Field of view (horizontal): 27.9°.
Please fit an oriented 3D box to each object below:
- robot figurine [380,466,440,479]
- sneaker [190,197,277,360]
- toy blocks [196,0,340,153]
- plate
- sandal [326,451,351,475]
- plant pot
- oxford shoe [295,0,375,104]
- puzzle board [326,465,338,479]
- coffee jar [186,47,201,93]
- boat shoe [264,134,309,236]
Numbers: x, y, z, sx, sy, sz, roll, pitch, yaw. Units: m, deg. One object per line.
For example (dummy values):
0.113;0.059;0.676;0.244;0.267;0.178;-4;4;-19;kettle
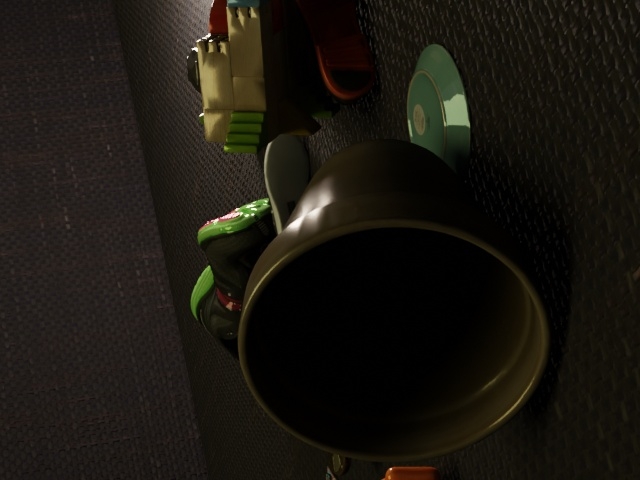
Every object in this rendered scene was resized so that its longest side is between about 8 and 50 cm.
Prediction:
0.117;0.401;1.720;0.158;0.128;0.219;35;136;37;robot figurine
-0.128;0.078;2.458;0.202;0.185;0.482;56;159;20;sneaker
-0.081;-0.305;1.876;0.381;0.191;0.260;-50;-40;-64;toy blocks
0.137;-0.144;1.566;0.188;0.024;0.188;171;90;-75;plate
0.044;0.270;2.075;0.090;0.060;0.219;113;161;-52;sandal
0.078;0.036;1.432;0.280;0.323;0.323;-88;1;-56;plant pot
0.007;-0.322;1.828;0.098;0.097;0.271;132;129;-78;oxford shoe
0.028;0.485;2.316;0.096;0.011;0.128;-129;34;-63;puzzle board
-0.130;-0.292;2.165;0.096;0.185;0.079;-143;47;-69;coffee jar
-0.056;-0.078;2.230;0.076;0.080;0.228;-149;45;-69;boat shoe
